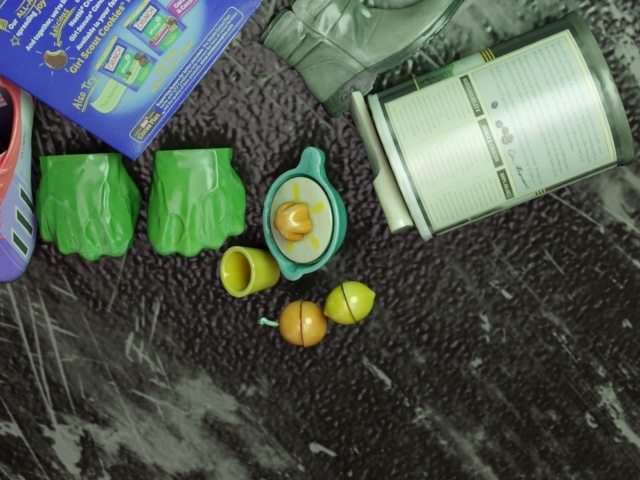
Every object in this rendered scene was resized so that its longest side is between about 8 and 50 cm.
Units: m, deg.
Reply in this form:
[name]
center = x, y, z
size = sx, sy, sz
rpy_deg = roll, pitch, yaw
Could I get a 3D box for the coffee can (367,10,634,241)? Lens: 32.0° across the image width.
[coffee can]
center = 0.222, -0.139, 1.394
size = 0.276, 0.201, 0.201
rpy_deg = -21, 108, 7

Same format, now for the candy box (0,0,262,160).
[candy box]
center = -0.277, -0.298, 1.348
size = 0.317, 0.122, 0.268
rpy_deg = 34, 106, -27

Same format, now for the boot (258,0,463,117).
[boot]
center = 0.051, -0.285, 1.411
size = 0.246, 0.083, 0.161
rpy_deg = -39, 99, 11

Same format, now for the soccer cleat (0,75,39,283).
[soccer cleat]
center = -0.426, -0.083, 1.455
size = 0.109, 0.116, 0.318
rpy_deg = 7, 109, -3

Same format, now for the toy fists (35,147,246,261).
[toy fists]
center = -0.238, -0.047, 1.481
size = 0.279, 0.096, 0.142
rpy_deg = -2, 94, 0

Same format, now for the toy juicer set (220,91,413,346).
[toy juicer set]
center = 0.000, 0.000, 1.412
size = 0.209, 0.090, 0.329
rpy_deg = 53, 125, 27
